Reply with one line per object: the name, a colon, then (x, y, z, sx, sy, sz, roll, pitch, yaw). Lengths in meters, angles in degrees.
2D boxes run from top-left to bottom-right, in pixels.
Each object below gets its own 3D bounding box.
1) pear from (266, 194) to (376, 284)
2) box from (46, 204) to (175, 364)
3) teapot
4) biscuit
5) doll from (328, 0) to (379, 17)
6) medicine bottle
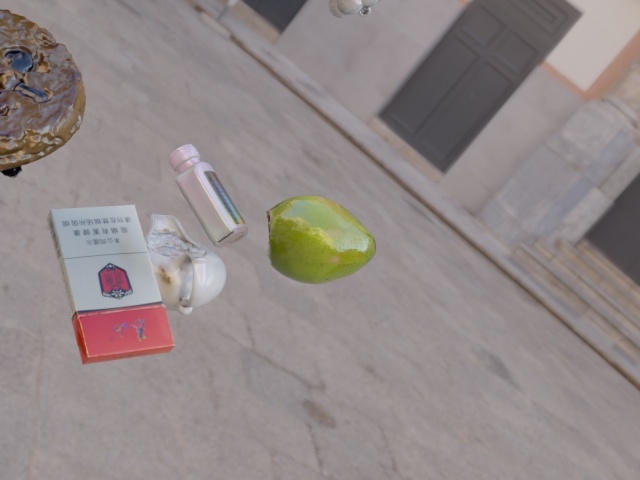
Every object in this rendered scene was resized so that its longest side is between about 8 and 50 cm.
pear: (0.000, 0.000, 1.855, 0.220, 0.187, 0.187, 1, 24, -10)
box: (-0.312, 0.060, 1.369, 0.139, 0.035, 0.245, -3, 61, -33)
teapot: (-0.272, 0.050, 1.731, 0.204, 0.139, 0.298, 5, 18, -32)
biscuit: (-0.445, -0.207, 1.183, 0.296, 0.075, 0.296, 11, 49, -13)
doll: (0.033, -0.389, 1.294, 0.062, 0.106, 0.162, -89, 154, -67)
medicine bottle: (-0.234, -0.092, 1.896, 0.219, 0.078, 0.115, 58, 11, 9)
